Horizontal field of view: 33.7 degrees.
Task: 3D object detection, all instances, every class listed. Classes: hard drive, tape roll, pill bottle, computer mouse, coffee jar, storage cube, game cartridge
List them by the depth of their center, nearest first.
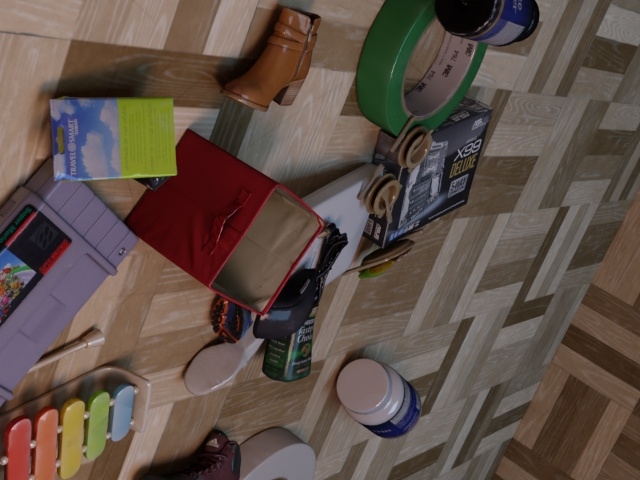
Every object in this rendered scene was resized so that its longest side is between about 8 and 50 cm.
[{"bbox_3d":[-0.416,0.078,1.438,0.355,0.068,0.230,-52,155,-11],"label":"game cartridge"},{"bbox_3d":[-0.144,-0.027,1.617,0.183,0.193,0.215,-56,151,-2],"label":"storage cube"},{"bbox_3d":[-0.018,0.072,1.807,0.262,0.060,0.184,-30,145,-62],"label":"computer mouse"},{"bbox_3d":[0.298,-0.405,1.847,0.219,0.123,0.122,-5,123,-56],"label":"pill bottle"},{"bbox_3d":[0.000,0.000,1.943,0.353,0.047,0.233,-32,145,-60],"label":"hard drive"},{"bbox_3d":[0.196,-0.346,1.955,0.321,0.077,0.321,-38,147,-31],"label":"tape roll"},{"bbox_3d":[-0.056,0.175,2.043,0.096,0.079,0.184,-12,114,-49],"label":"coffee jar"},{"bbox_3d":[-0.161,0.595,2.345,0.392,0.072,0.392,-39,147,-31],"label":"tape roll"},{"bbox_3d":[0.138,0.373,2.506,0.153,0.153,0.264,-54,151,-6],"label":"pill bottle"}]

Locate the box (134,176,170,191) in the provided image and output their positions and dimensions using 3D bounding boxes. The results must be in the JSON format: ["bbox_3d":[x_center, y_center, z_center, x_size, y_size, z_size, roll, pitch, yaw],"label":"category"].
[{"bbox_3d":[-0.247,-0.123,1.494,0.052,0.062,0.083,-45,150,-25],"label":"box"}]

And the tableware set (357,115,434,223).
[{"bbox_3d":[0.155,-0.126,1.991,0.194,0.039,0.128,-56,152,-1],"label":"tableware set"}]

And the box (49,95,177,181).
[{"bbox_3d":[-0.276,-0.133,1.384,0.178,0.042,0.109,-6,96,-38],"label":"box"}]

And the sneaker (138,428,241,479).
[{"bbox_3d":[-0.245,0.439,2.056,0.281,0.106,0.162,38,66,-57],"label":"sneaker"}]

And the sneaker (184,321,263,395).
[{"bbox_3d":[-0.166,0.221,1.966,0.212,0.080,0.094,-43,160,-28],"label":"sneaker"}]

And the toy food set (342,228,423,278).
[{"bbox_3d":[0.139,0.037,2.184,0.192,0.132,0.038,-35,102,-53],"label":"toy food set"}]

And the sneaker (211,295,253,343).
[{"bbox_3d":[-0.135,0.072,1.871,0.087,0.083,0.221,-40,154,-59],"label":"sneaker"}]

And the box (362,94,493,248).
[{"bbox_3d":[0.218,-0.147,2.188,0.307,0.076,0.242,-26,139,-43],"label":"box"}]

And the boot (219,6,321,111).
[{"bbox_3d":[-0.073,-0.280,1.606,0.197,0.073,0.152,-26,141,-63],"label":"boot"}]

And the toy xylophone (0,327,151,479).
[{"bbox_3d":[-0.404,0.279,1.632,0.323,0.081,0.236,-33,143,-39],"label":"toy xylophone"}]
